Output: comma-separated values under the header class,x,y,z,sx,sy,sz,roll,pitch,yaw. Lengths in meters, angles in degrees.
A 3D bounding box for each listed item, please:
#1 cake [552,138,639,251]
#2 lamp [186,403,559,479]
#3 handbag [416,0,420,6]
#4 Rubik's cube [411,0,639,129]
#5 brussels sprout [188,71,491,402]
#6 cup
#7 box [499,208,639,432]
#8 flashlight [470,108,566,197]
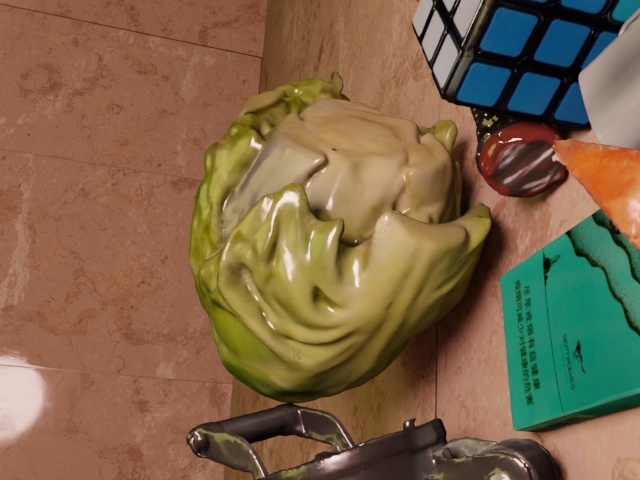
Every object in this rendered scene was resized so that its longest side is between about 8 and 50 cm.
class,x,y,z,sx,sy,sz,roll,pitch,yaw
cake,0.250,-0.004,0.439,0.135,0.098,0.287,-61,35,20
lamp,0.054,0.318,0.724,0.374,0.205,0.272,-7,84,38
handbag,0.168,-0.394,1.127,0.061,0.027,0.083,133,141,-63
Rubik's cube,0.197,-0.220,0.677,0.163,0.162,0.160,-98,22,-48
brussels sprout,0.005,0.016,0.928,0.425,0.343,0.361,-100,16,-56
cup,0.264,-0.136,0.526,0.129,0.095,0.128,124,153,-52
box,0.232,0.068,0.624,0.226,0.042,0.160,127,147,-60
flashlight,0.199,-0.146,0.788,0.232,0.093,0.093,-92,18,-47
